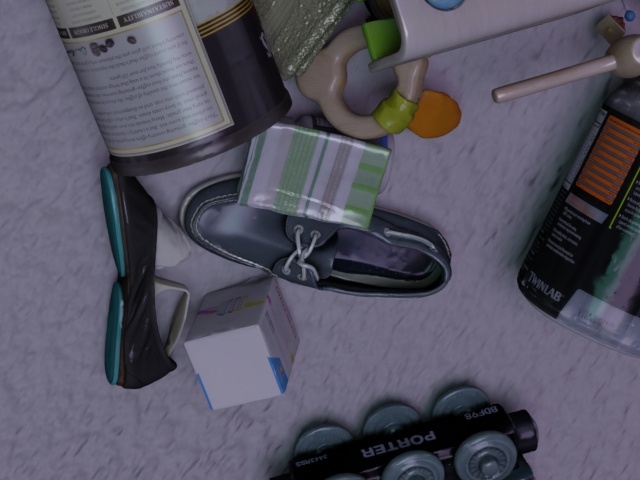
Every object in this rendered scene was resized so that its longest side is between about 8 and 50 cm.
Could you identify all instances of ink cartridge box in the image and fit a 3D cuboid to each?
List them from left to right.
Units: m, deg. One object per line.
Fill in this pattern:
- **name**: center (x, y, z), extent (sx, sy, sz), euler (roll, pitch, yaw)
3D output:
- **ink cartridge box**: center (-0.085, 0.111, 1.606), extent (0.090, 0.143, 0.092), euler (-15, 111, 13)

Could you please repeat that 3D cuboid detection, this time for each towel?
- **towel**: center (-0.025, -0.256, 1.521), extent (0.110, 0.027, 0.148), euler (42, 101, 20)
- **towel**: center (-0.009, -0.069, 1.535), extent (0.152, 0.023, 0.113), euler (12, 127, -5)

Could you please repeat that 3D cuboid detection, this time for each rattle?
- **rattle**: center (0.043, -0.186, 1.572), extent (0.200, 0.143, 0.130), euler (17, 113, 31)

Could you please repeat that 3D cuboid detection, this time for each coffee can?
- **coffee can**: center (-0.169, -0.231, 1.440), extent (0.201, 0.201, 0.275), euler (-22, 110, -3)

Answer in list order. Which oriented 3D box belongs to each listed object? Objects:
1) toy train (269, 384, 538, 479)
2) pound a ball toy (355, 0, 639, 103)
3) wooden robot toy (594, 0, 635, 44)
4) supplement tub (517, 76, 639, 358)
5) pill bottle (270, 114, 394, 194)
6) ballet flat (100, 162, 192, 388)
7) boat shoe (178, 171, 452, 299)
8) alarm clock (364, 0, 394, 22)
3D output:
- **toy train**: center (0.105, 0.301, 1.704), extent (0.334, 0.142, 0.190), euler (-15, 122, -7)
- **pound a ball toy**: center (0.204, -0.240, 1.451), extent (0.319, 0.136, 0.208), euler (-18, 92, -22)
- **wooden robot toy**: center (0.317, -0.312, 1.588), extent (0.079, 0.076, 0.173), euler (-42, 114, -33)
- **supplement tub**: center (0.371, -0.042, 1.603), extent (0.194, 0.193, 0.316), euler (22, 103, -16)
- **pill bottle**: center (0.007, -0.098, 1.581), extent (0.137, 0.078, 0.078), euler (8, 106, -12)
- **ballet flat**: center (-0.196, 0.036, 1.588), extent (0.096, 0.095, 0.280), euler (-6, 119, -18)
- **boat shoe**: center (0.000, 0.000, 1.599), extent (0.319, 0.099, 0.116), euler (12, 107, -13)
- **alarm clock**: center (0.122, -0.299, 1.544), extent (0.192, 0.064, 0.129), euler (-43, 109, 8)
